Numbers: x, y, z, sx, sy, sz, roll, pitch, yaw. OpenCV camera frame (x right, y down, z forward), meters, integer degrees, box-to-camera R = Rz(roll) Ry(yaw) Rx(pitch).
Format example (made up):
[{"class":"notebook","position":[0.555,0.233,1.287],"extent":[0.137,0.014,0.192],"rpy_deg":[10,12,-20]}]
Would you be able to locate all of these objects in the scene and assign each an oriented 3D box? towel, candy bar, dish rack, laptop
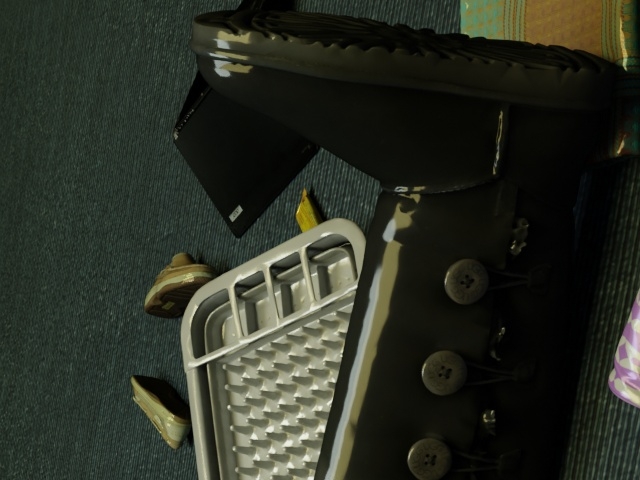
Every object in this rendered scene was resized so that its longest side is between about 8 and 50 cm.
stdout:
[{"class":"towel","position":[0.207,-0.237,1.571],"extent":[0.271,0.040,0.370],"rpy_deg":[-17,70,61]},{"class":"candy bar","position":[0.000,0.000,1.929],"extent":[0.161,0.018,0.040],"rpy_deg":[62,140,46]},{"class":"dish rack","position":[-0.019,0.170,1.810],"extent":[0.285,0.072,0.333],"rpy_deg":[-27,59,34]},{"class":"laptop","position":[-0.077,-0.184,2.118],"extent":[0.234,0.136,0.264],"rpy_deg":[-45,21,49]}]

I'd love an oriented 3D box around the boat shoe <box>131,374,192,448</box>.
[{"class":"boat shoe","position":[-0.217,0.225,2.251],"extent":[0.153,0.056,0.048],"rpy_deg":[34,110,51]}]

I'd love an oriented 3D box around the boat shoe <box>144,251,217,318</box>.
[{"class":"boat shoe","position":[-0.185,0.048,2.220],"extent":[0.190,0.068,0.072],"rpy_deg":[-25,51,58]}]

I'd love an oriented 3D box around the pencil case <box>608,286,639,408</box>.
[{"class":"pencil case","position":[0.292,0.045,1.303],"extent":[0.088,0.086,0.206],"rpy_deg":[-129,51,-63]}]

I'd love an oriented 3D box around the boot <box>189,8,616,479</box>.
[{"class":"boot","position":[0.043,0.041,1.464],"extent":[0.146,0.367,0.445],"rpy_deg":[-94,12,-73]}]
